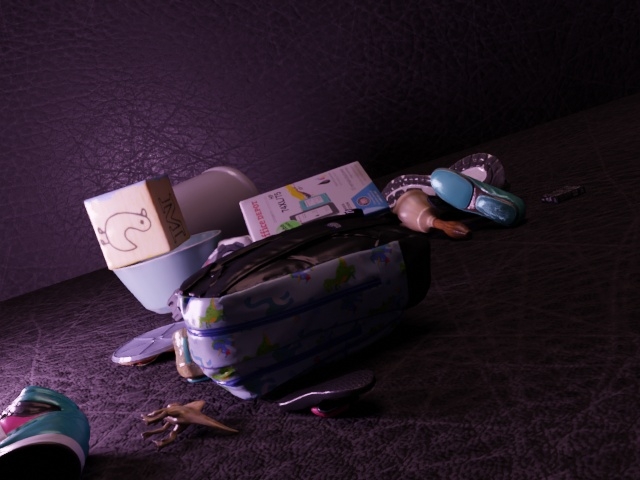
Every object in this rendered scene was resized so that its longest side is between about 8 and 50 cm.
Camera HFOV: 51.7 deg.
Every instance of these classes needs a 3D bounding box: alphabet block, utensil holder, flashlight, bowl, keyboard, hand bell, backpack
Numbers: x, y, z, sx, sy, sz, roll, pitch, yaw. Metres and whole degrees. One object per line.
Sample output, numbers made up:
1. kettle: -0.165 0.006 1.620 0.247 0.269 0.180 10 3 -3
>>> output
1. alphabet block: -0.492 -0.055 1.798 0.193 0.197 0.193 -18 9 9
2. utensil holder: -0.424 -0.047 2.253 0.328 0.327 0.385 -11 14 35
3. flashlight: -0.241 0.107 1.466 0.103 0.103 0.304 -16 -17 -35
4. bowl: -0.402 0.097 1.850 0.312 0.163 0.311 -17 10 3
5. keyboard: 0.357 -0.101 1.650 0.192 0.038 0.100 6 24 -19
6. hand bell: 0.292 -0.041 1.623 0.126 0.126 0.242 -22 23 -19
7. backpack: -0.045 0.093 1.057 0.356 0.273 0.290 -6 11 -31

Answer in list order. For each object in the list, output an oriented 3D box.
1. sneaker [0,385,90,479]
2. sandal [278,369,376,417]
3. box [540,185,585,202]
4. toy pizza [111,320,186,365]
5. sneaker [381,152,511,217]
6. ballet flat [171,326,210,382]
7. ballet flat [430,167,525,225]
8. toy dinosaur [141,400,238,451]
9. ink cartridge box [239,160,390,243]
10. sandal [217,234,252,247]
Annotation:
1. sneaker: -0.464 0.295 0.945 0.296 0.123 0.178 -10 15 0
2. sandal: 0.013 0.207 0.862 0.067 0.040 0.179 -20 -6 -43
3. box: 0.597 -0.114 1.629 0.083 0.018 0.067 -21 10 -14
4. toy pizza: -0.345 0.224 1.418 0.201 0.032 0.201 -16 9 3
5. sneaker: 0.354 -0.112 1.872 0.411 0.158 0.182 -13 -20 36
6. ballet flat: -0.200 0.156 1.286 0.123 0.123 0.348 -16 9 10
7. ballet flat: 0.379 -0.104 1.581 0.247 0.083 0.087 31 26 31
8. toy dinosaur: -0.199 0.251 0.934 0.093 0.053 0.183 -23 11 -36
9. ink cartridge box: 0.000 0.000 1.373 0.270 0.197 0.198 -20 38 -6
10. sandal: -0.110 0.024 1.894 0.416 0.102 0.169 -6 1 -37
